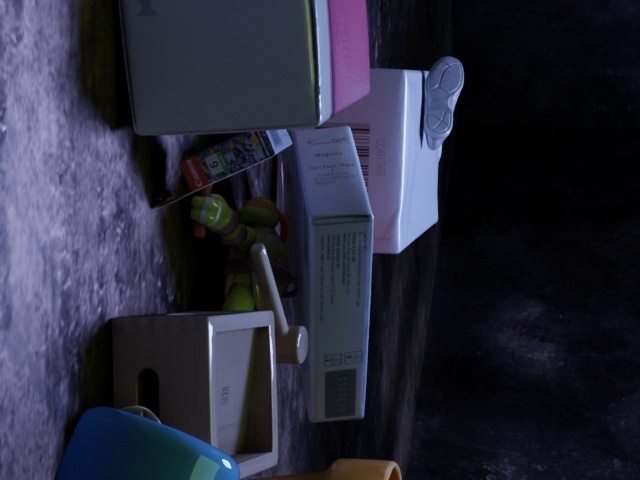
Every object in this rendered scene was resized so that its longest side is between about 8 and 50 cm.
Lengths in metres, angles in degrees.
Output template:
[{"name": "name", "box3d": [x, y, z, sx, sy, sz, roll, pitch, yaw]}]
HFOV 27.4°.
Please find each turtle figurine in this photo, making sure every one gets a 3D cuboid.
[{"name": "turtle figurine", "box3d": [-0.063, 0.049, 1.226, 0.269, 0.087, 0.217, 70, 26, -64]}]

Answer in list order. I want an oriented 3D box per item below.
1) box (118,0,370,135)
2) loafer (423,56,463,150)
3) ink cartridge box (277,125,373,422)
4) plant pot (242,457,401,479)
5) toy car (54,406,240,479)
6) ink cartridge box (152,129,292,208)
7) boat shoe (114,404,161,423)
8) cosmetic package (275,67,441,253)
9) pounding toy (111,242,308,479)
[{"name": "box", "box3d": [-0.051, -0.162, 1.054, 0.232, 0.148, 0.127, -46, 133, -73]}, {"name": "loafer", "box3d": [0.142, -0.164, 1.568, 0.039, 0.045, 0.125, 100, 3, -56]}, {"name": "ink cartridge box", "box3d": [0.000, 0.000, 1.275, 0.239, 0.060, 0.275, -101, -172, -46]}, {"name": "plant pot", "box3d": [-0.031, 0.295, 1.191, 0.205, 0.188, 0.205, 4, 90, -79]}, {"name": "toy car", "box3d": [-0.174, 0.172, 0.585, 0.219, 0.210, 0.238, -70, -166, -16]}, {"name": "ink cartridge box", "box3d": [-0.084, -0.064, 1.073, 0.029, 0.115, 0.063, 66, 15, -6]}, {"name": "boat shoe", "box3d": [-0.146, 0.203, 0.944, 0.060, 0.064, 0.178, -162, -106, -70]}, {"name": "cosmetic package", "box3d": [0.058, -0.111, 1.641, 0.385, 0.156, 0.217, -25, 118, -79]}, {"name": "pounding toy", "box3d": [-0.087, 0.094, 1.064, 0.206, 0.094, 0.181, 2, 86, -70]}]
